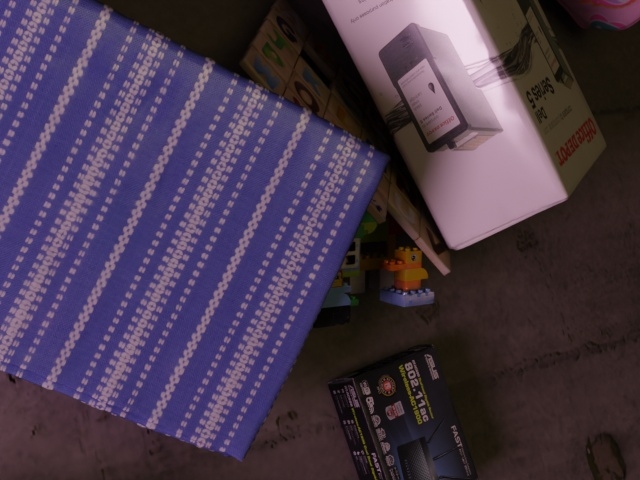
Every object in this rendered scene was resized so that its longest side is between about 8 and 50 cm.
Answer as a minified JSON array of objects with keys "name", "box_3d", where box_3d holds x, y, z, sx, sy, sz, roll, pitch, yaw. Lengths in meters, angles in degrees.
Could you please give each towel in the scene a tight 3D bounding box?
[{"name":"towel","box_3d":[-0.149,-0.021,0.740,0.336,0.040,0.243,26,90,-17]}]

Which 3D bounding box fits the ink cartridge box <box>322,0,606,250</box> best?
[{"name":"ink cartridge box","box_3d":[0.121,-0.155,0.962,0.272,0.115,0.198,62,29,-5]}]

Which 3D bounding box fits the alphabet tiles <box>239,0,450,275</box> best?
[{"name":"alphabet tiles","box_3d":[0.030,-0.082,0.916,0.237,0.009,0.198,48,21,-15]}]

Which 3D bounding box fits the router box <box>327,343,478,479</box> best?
[{"name":"router box","box_3d":[0.069,0.157,0.934,0.092,0.038,0.122,-18,89,-37]}]

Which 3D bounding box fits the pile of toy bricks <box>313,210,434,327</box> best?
[{"name":"pile of toy bricks","box_3d":[0.000,0.000,0.868,0.212,0.118,0.105,-5,101,-35]}]

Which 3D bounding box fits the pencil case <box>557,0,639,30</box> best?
[{"name":"pencil case","box_3d":[0.208,-0.316,1.105,0.284,0.124,0.124,28,64,-26]}]
